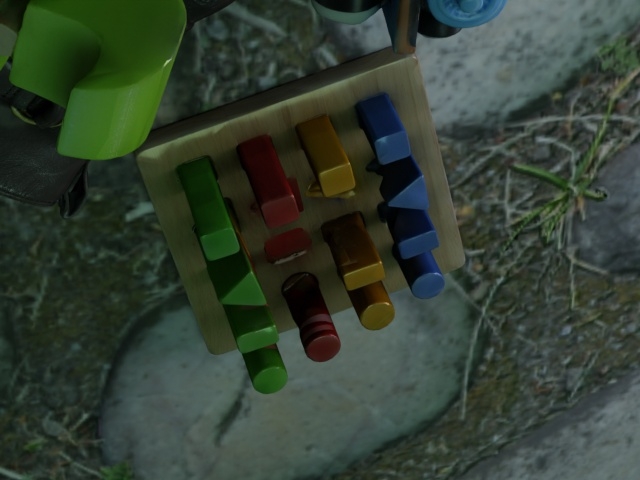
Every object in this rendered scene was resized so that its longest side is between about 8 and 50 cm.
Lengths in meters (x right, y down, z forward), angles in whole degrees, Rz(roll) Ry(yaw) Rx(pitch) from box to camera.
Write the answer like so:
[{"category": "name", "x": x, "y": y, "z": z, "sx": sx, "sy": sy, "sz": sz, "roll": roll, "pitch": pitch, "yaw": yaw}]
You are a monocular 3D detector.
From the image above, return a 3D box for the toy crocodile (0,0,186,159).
[{"category": "toy crocodile", "x": -0.201, "y": -0.151, "z": 0.757, "sx": 0.340, "sy": 0.105, "sz": 0.115, "roll": 36, "pitch": 131, "yaw": -6}]

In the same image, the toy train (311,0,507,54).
[{"category": "toy train", "x": 0.042, "y": -0.177, "z": 0.914, "sx": 0.105, "sy": 0.080, "sz": 0.184, "roll": -1, "pitch": 131, "yaw": -7}]

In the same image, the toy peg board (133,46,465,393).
[{"category": "toy peg board", "x": 0.000, "y": 0.000, "z": 1.041, "sx": 0.160, "sy": 0.079, "sz": 0.161, "roll": -19, "pitch": 132, "yaw": -3}]

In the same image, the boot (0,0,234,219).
[{"category": "boot", "x": -0.157, "y": -0.129, "z": 0.879, "sx": 0.263, "sy": 0.091, "sz": 0.229, "roll": 36, "pitch": 119, "yaw": -29}]
